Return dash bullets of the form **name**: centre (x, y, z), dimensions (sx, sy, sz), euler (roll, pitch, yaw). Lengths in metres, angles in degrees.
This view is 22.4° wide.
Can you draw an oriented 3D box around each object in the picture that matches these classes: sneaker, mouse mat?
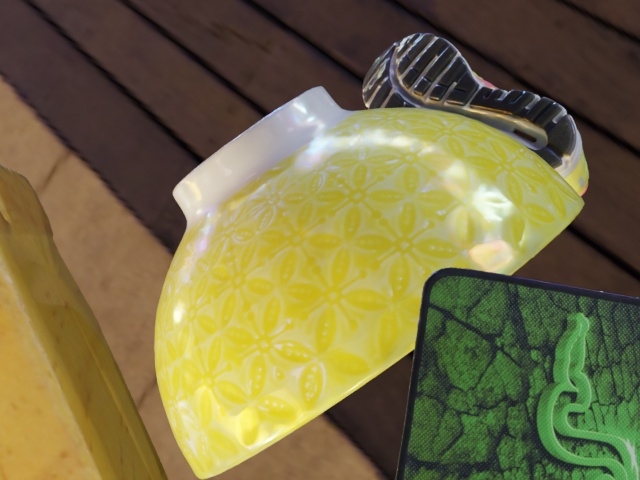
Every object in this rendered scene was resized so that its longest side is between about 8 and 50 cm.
- **sneaker**: centre (0.115, -0.081, 1.203), dimensions (0.208, 0.094, 0.081), euler (36, 88, 38)
- **mouse mat**: centre (0.110, 0.108, 0.724), dimensions (0.153, 0.007, 0.189), euler (9, 69, 1)

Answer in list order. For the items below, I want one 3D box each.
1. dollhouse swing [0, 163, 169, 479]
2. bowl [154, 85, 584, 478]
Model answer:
- **dollhouse swing**: centre (-0.174, 0.192, 0.521), dimensions (0.305, 0.315, 0.347), euler (-25, 92, -5)
- **bowl**: centre (0.000, 0.000, 0.994), dimensions (0.289, 0.289, 0.156), euler (-36, 89, 23)
